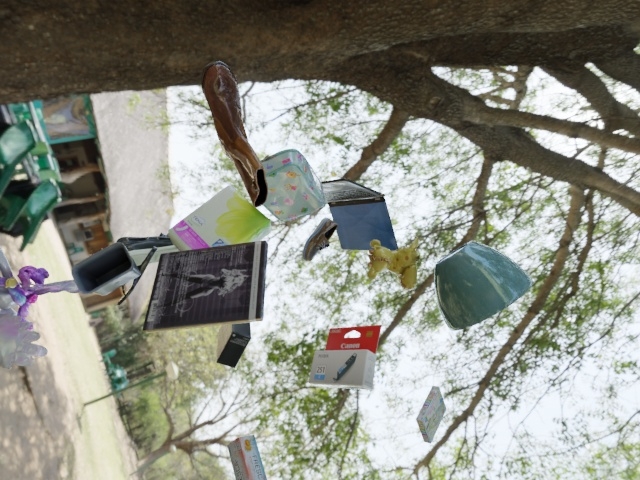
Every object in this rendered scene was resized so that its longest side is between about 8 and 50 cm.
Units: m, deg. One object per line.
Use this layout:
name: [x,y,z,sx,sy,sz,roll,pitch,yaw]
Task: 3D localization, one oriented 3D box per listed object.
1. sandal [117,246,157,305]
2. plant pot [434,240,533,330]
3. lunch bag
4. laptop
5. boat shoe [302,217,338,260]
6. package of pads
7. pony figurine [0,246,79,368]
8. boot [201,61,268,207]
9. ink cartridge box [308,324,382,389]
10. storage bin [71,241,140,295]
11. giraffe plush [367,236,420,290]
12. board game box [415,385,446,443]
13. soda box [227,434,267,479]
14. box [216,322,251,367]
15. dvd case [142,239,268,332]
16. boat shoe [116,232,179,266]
sandal: [-0.507,0.090,1.124,0.040,0.179,0.067,32,-13,-23]
plant pot: [0.470,0.119,1.291,0.196,0.290,0.290,56,-31,7]
lunch bag: [-0.125,-0.191,1.469,0.279,0.223,0.108,50,28,-49]
laptop: [0.108,-0.106,1.941,0.381,0.407,0.237,-1,-102,49]
boat shoe: [0.000,0.000,1.508,0.066,0.183,0.066,21,-14,33]
package of pads: [-0.352,-0.033,1.452,0.229,0.296,0.101,42,-21,19]
pony figurine: [-0.826,0.144,1.091,0.350,0.303,0.364,-3,-55,24]
boot: [-0.210,-0.259,1.025,0.264,0.096,0.281,104,-34,-50]
ink cartridge box: [0.098,0.464,1.692,0.296,0.066,0.261,-16,-130,42]
storage bin: [-0.522,0.075,1.025,0.098,0.135,0.091,55,-13,16]
giraffe plush: [0.249,0.077,1.445,0.210,0.170,0.182,78,17,-64]
board game box: [0.376,0.586,1.400,0.026,0.154,0.104,-5,-65,40]
soda box: [-0.194,0.636,1.134,0.058,0.063,0.183,-42,-126,23]
box: [-0.423,0.460,2.021,0.184,0.103,0.261,-58,-160,13]
dvd case: [-0.208,0.083,0.770,0.018,0.221,0.165,71,14,-53]
boat shoe: [-0.606,0.022,1.572,0.127,0.339,0.113,-48,-115,37]
